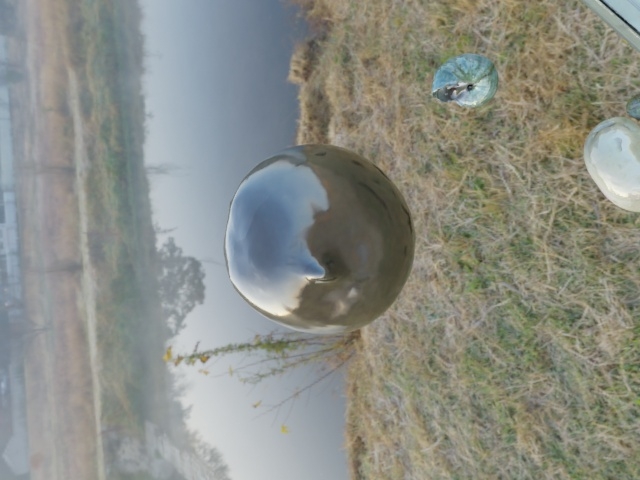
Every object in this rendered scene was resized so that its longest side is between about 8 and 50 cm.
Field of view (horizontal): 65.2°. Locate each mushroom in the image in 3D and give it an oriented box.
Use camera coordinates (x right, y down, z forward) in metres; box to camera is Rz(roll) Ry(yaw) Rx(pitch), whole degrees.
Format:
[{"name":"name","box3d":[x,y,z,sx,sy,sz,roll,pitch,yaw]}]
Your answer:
[{"name":"mushroom","box3d":[0.995,-0.226,1.561,0.315,0.356,0.315,15,-90,-84]}]

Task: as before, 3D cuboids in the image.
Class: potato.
[{"name":"potato","box3d":[1.019,-0.424,1.534,0.119,0.198,0.054,49,150,34]}]

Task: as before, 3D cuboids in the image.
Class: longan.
[{"name":"longan","box3d":[-0.004,-0.002,0.757,0.297,0.297,0.297,14,106,60]}]

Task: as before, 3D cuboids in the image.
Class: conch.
[{"name":"conch","box3d":[0.546,-0.583,1.855,0.220,0.277,0.195,-39,78,35]}]

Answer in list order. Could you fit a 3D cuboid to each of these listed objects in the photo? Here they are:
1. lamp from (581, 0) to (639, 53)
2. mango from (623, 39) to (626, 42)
[{"name":"lamp","box3d":[0.481,-0.380,0.636,0.269,0.266,0.047,-52,9,13]},{"name":"mango","box3d":[0.959,-0.614,1.485,0.114,0.057,0.079,15,83,51]}]
